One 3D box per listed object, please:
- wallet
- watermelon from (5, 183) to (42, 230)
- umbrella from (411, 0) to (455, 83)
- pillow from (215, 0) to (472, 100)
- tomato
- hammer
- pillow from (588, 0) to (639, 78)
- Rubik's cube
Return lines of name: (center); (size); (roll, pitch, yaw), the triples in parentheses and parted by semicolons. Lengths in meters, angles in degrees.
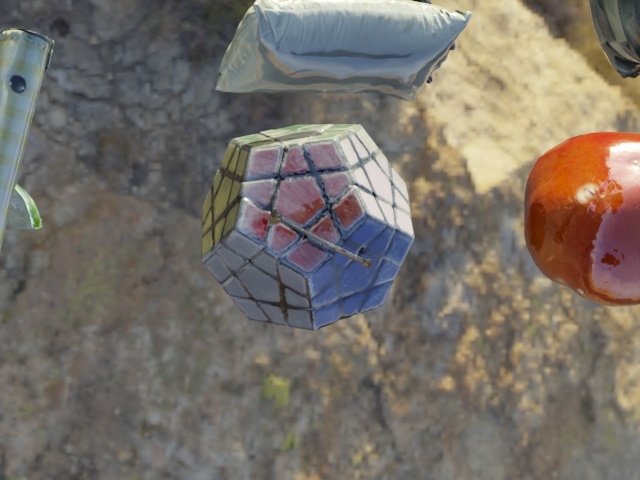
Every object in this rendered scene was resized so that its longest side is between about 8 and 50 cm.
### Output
wallet: (-0.374, -0.055, 1.323); (0.077, 0.223, 0.309); (19, 78, -38)
watermelon: (-0.378, -0.037, 1.566); (0.061, 0.085, 0.085); (-44, 133, -10)
umbrella: (0.071, -0.320, 1.653); (0.272, 0.122, 0.110); (46, 59, -27)
pillow: (0.023, -0.202, 1.390); (0.254, 0.144, 0.078); (-1, 52, -22)
tomato: (0.387, -0.036, 1.660); (0.180, 0.260, 0.260); (86, 28, -47)
hammer: (0.000, 0.000, 1.388); (0.123, 0.029, 0.014); (28, 65, -6)
pillow: (0.325, -0.252, 1.284); (0.250, 0.106, 0.186); (-73, 157, -82)
Rubik's cube: (-0.021, -0.024, 1.862); (0.319, 0.264, 0.319); (-25, 137, -25)
